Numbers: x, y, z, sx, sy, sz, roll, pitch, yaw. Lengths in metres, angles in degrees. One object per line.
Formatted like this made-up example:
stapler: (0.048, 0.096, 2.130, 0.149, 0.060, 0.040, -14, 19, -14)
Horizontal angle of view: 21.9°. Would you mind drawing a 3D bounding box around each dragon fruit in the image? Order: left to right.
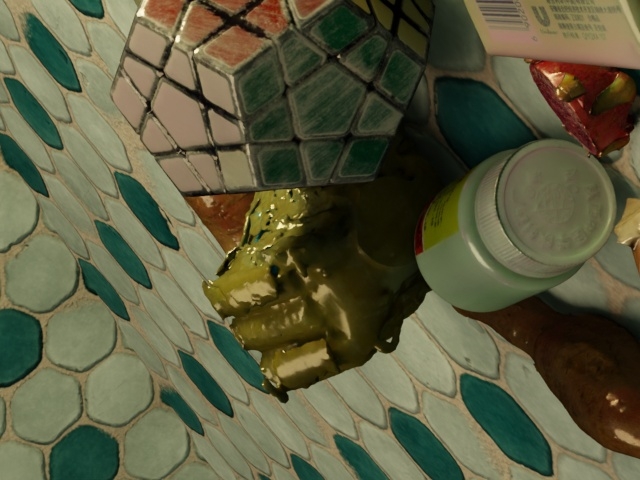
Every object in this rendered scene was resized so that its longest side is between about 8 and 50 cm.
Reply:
dragon fruit: (0.228, -0.128, 1.407, 0.126, 0.068, 0.112, 51, -177, -46)

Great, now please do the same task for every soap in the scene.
soap: (0.203, -0.219, 1.108, 0.199, 0.182, 0.138, 16, 139, 60)

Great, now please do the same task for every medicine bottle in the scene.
medicine bottle: (0.185, -0.013, 1.595, 0.139, 0.139, 0.225, 51, 162, -1)

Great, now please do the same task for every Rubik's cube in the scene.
Rubik's cube: (-0.045, -0.179, 1.572, 0.264, 0.319, 0.319, 21, 162, -5)

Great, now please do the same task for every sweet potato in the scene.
sweet potato: (-0.149, -0.109, 2.221, 0.337, 0.131, 0.131, 55, 161, -16)
sweet potato: (0.264, 0.120, 1.728, 0.385, 0.109, 0.109, 45, 164, 57)

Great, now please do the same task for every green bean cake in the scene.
green bean cake: (0.010, -0.024, 1.755, 0.202, 0.310, 0.285, -21, 112, 42)

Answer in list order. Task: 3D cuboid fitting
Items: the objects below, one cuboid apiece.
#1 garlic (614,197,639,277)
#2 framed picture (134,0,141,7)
garlic: (0.363, 0.083, 1.451, 0.128, 0.148, 0.267, -19, 109, 31)
framed picture: (-0.134, -0.341, 1.789, 0.296, 0.019, 0.232, 10, 139, 36)
